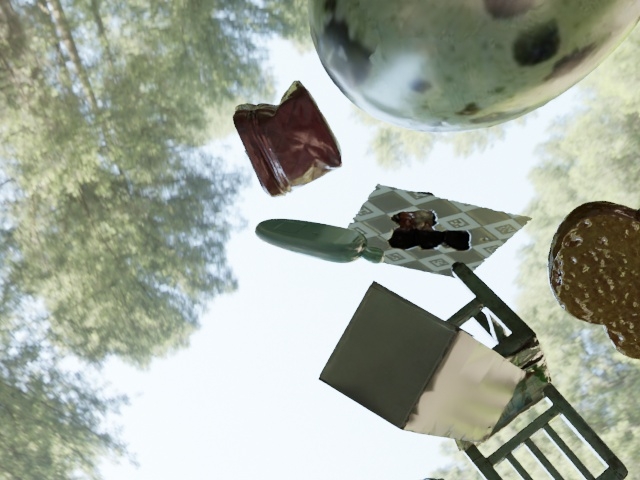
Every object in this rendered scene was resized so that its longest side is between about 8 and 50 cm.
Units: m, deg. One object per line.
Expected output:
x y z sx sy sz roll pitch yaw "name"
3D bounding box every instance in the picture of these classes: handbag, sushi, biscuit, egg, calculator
-0.051 -0.152 1.344 0.135 0.225 0.146 -26 -76 4 "handbag"
0.150 -0.026 1.293 0.220 0.231 0.047 12 -117 -11 "sushi"
0.352 0.034 0.819 0.291 0.208 0.041 14 -142 5 "biscuit"
0.167 -0.264 0.883 0.379 0.287 0.287 -23 -109 8 "egg"
0.000 0.000 1.027 0.153 0.095 0.021 11 -73 15 "calculator"

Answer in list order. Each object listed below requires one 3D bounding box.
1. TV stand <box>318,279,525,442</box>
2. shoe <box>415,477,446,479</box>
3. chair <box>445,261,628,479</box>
0.100 0.114 0.778 0.083 0.269 0.088 28 -91 26 "TV stand"
0.033 0.278 0.357 0.237 0.384 0.171 37 -143 15 "shoe"
0.195 0.174 0.998 0.136 0.147 0.270 -36 -125 -5 "chair"
